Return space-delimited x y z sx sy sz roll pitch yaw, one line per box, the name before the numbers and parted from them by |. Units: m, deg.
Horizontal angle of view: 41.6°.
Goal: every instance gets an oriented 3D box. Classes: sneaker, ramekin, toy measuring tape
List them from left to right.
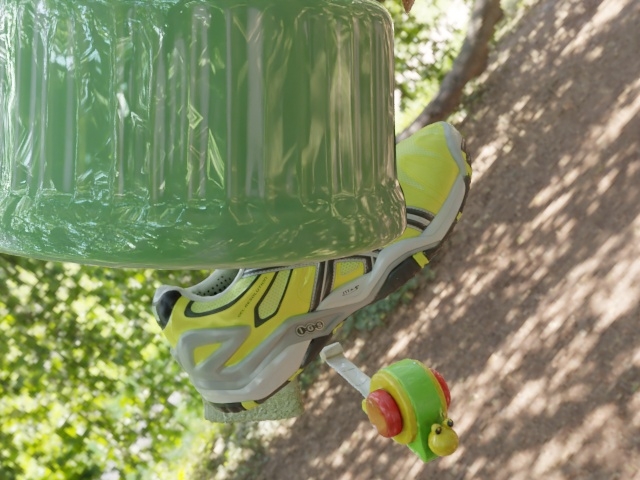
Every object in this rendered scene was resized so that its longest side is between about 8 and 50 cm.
ramekin | -0.090 -0.087 0.557 0.303 0.303 0.148 -89 1 -78
sneaker | 0.000 0.000 0.857 0.384 0.147 0.145 -44 19 -12
toy measuring tape | 0.093 0.203 1.240 0.121 0.121 0.330 -52 39 0

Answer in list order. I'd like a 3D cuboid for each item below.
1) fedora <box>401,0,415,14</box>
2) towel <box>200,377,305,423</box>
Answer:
fedora | 0.075 -0.379 1.060 0.079 0.194 0.194 -3 25 14
towel | -0.098 0.196 1.140 0.148 0.110 0.027 -7 11 18
